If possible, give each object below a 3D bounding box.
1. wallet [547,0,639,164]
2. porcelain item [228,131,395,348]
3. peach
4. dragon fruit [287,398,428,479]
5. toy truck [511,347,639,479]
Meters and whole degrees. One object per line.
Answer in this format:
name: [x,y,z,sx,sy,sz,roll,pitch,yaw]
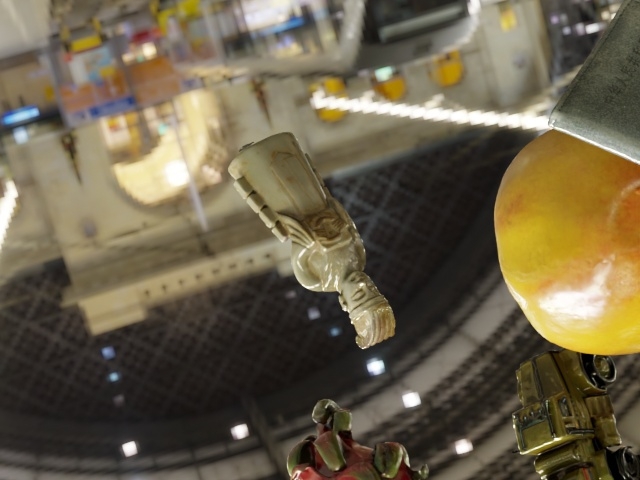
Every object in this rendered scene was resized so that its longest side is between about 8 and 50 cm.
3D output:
wallet: [0.351,-0.160,1.489,0.167,0.036,0.222,27,-128,15]
porcelain item: [0.000,0.000,1.294,0.084,0.213,0.054,-25,159,-25]
peach: [0.359,-0.021,1.666,0.308,0.289,0.289,-18,-171,9]
dragon fruit: [0.036,0.348,1.903,0.273,0.218,0.198,37,-145,27]
toy truck: [0.301,0.253,1.722,0.127,0.257,0.127,12,149,-38]
